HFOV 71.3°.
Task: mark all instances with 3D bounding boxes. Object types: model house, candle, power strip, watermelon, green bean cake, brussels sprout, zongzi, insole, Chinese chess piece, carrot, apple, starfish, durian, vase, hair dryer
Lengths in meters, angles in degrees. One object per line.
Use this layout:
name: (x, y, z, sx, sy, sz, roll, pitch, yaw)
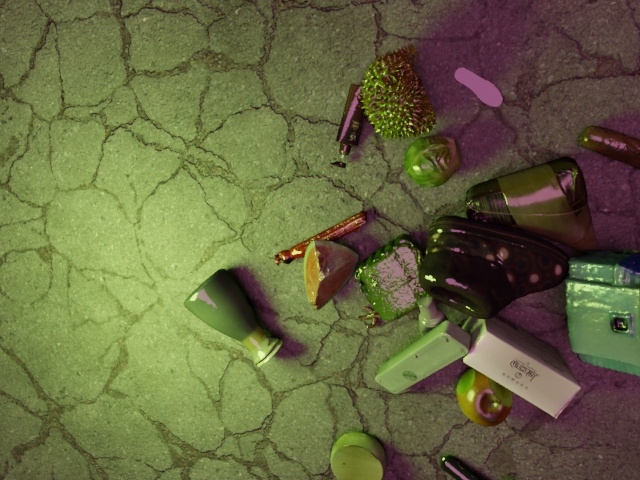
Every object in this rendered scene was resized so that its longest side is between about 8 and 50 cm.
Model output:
model house: (0.791, 0.175, 1.033, 0.252, 0.329, 0.294, -12, 97, -23)
candle: (0.000, 0.000, 1.383, 0.330, 0.048, 0.051, -27, 85, 17)
power strip: (0.283, 0.352, 1.301, 0.091, 0.062, 0.385, 36, 136, -1)
watermelon: (0.035, 0.095, 1.373, 0.146, 0.128, 0.231, -8, 136, -20)
green bean cake: (0.227, 0.108, 1.314, 0.214, 0.113, 0.200, -33, 91, 17)
brussels sprout: (0.308, -0.219, 1.225, 0.155, 0.117, 0.154, 5, 103, 23)
zongzi: (0.566, -0.040, 1.196, 0.290, 0.154, 0.317, -16, 112, 27)
insole: (0.430, -0.418, 1.213, 0.153, 0.002, 0.053, 35, 107, 5)
Chinese chess piece: (0.127, 0.732, 1.486, 0.189, 0.083, 0.188, 4, 105, 14)
carrot: (0.829, -0.205, 1.126, 0.343, 0.070, 0.070, 26, 106, 6)
apple: (0.483, 0.456, 1.302, 0.146, 0.147, 0.163, 36, 106, 4)
starfish: (0.161, 0.236, 1.401, 0.091, 0.028, 0.078, -15, 91, 19)
durian: (0.198, -0.379, 1.173, 0.177, 0.200, 0.236, -20, 111, -19)
vase: (-0.272, 0.258, 1.448, 0.173, 0.173, 0.321, -43, 93, 18)
hair dryer: (0.487, 0.823, 1.411, 0.303, 0.116, 0.244, 36, 108, 17)

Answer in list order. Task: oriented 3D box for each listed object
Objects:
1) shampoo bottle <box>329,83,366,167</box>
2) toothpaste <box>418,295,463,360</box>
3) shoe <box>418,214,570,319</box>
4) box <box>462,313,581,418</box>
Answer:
shampoo bottle: (0.085, -0.327, 1.285, 0.068, 0.067, 0.236, 14, 104, 2)
toothpaste: (0.341, 0.264, 1.288, 0.099, 0.068, 0.282, 21, 149, 48)
shoe: (0.454, 0.093, 1.174, 0.385, 0.171, 0.236, 17, 76, -2)
box: (0.537, 0.321, 1.232, 0.274, 0.203, 0.116, 31, 108, 6)
